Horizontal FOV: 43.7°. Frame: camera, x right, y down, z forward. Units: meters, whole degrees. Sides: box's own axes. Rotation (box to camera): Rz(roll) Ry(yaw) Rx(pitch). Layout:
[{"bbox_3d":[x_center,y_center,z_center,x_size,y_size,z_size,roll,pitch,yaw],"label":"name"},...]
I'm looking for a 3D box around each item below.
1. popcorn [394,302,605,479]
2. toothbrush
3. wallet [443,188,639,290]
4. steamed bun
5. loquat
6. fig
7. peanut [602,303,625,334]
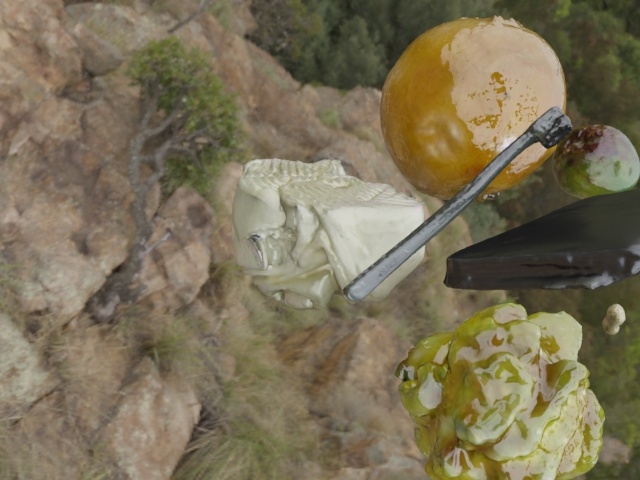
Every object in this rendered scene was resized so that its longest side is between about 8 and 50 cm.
[{"bbox_3d":[0.289,0.252,1.174,0.326,0.321,0.290,52,5,-9],"label":"popcorn"},{"bbox_3d":[0.141,-0.034,0.832,0.030,0.297,0.030,53,5,39],"label":"toothbrush"},{"bbox_3d":[0.278,-0.009,0.774,0.377,0.197,0.051,-16,96,-49],"label":"wallet"},{"bbox_3d":[0.000,0.000,1.241,0.275,0.320,0.206,-7,113,-33],"label":"steamed bun"},{"bbox_3d":[0.261,-0.225,1.372,0.328,0.328,0.329,18,64,-41],"label":"loquat"},{"bbox_3d":[0.638,-0.174,1.834,0.191,0.181,0.181,25,56,-8],"label":"fig"},{"bbox_3d":[0.559,0.153,1.523,0.083,0.037,0.037,89,17,-54],"label":"peanut"}]
